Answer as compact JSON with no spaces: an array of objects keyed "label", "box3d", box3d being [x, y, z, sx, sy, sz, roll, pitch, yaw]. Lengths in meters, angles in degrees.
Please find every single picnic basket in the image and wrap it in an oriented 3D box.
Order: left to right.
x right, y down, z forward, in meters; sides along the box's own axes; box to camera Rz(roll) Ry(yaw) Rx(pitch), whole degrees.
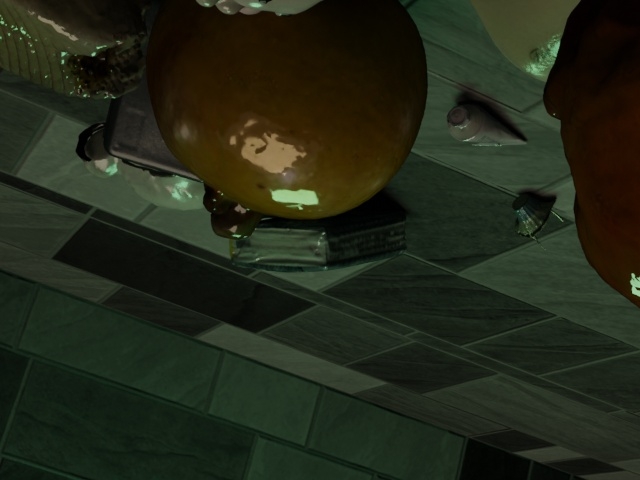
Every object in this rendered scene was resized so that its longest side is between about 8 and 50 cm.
[{"label":"picnic basket","box3d":[0.327,-0.031,1.949,0.083,0.065,0.083,41,147,-19]}]

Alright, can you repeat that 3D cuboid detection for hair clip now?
[{"label":"hair clip","box3d":[0.276,-0.233,1.370,0.282,0.113,0.172,24,158,-20]}]

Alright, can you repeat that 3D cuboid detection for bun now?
[{"label":"bun","box3d":[-0.302,-0.299,1.472,0.282,0.204,0.281,23,161,8]}]

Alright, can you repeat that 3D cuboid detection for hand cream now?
[{"label":"hand cream","box3d":[0.215,-0.151,1.747,0.084,0.053,0.142,3,172,32]}]

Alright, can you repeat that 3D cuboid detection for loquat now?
[{"label":"loquat","box3d":[-0.043,-0.156,1.455,0.328,0.359,0.328,18,-159,-7]}]

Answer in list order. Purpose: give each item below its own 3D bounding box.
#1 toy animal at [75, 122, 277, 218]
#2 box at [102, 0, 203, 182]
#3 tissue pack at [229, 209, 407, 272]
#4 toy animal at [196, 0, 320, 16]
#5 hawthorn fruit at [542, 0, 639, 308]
[{"label":"toy animal","box3d":[-0.179,-0.118,1.935,0.258,0.193,0.357,-1,165,14]},{"label":"box","box3d":[-0.186,-0.200,1.676,0.160,0.230,0.050,16,-158,-4]},{"label":"tissue pack","box3d":[0.000,0.000,2.072,0.185,0.081,0.257,3,-172,32]},{"label":"toy animal","box3d":[-0.063,-0.307,1.227,0.208,0.204,0.156,-18,-179,-30]},{"label":"hawthorn fruit","box3d":[0.415,-0.116,1.095,0.472,0.471,0.472,13,160,5]}]
